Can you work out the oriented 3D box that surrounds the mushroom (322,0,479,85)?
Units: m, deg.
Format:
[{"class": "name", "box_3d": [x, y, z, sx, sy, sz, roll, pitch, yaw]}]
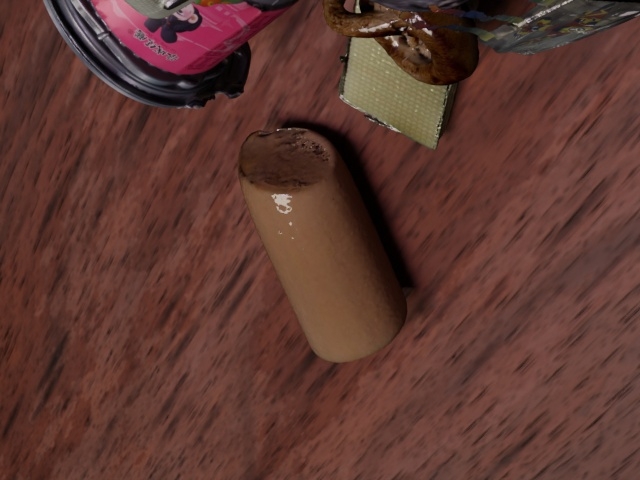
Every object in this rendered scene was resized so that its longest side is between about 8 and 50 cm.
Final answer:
[{"class": "mushroom", "box_3d": [0.075, -0.205, 1.705, 0.170, 0.080, 0.135, 25, 153, 27]}]

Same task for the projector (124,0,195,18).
[{"class": "projector", "box_3d": [-0.158, -0.334, 1.579, 0.243, 0.163, 0.177, 69, -167, 21]}]

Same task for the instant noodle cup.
[{"class": "instant noodle cup", "box_3d": [-0.119, -0.276, 1.770, 0.181, 0.258, 0.302, -26, 140, 38]}]

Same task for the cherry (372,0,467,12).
[{"class": "cherry", "box_3d": [0.075, -0.312, 1.535, 0.255, 0.218, 0.296, 35, 134, -28]}]

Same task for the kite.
[{"class": "kite", "box_3d": [0.172, -0.188, 1.602, 0.141, 0.245, 0.015, -23, 73, 40]}]

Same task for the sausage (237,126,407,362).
[{"class": "sausage", "box_3d": [0.000, 0.000, 2.029, 0.123, 0.123, 0.253, 5, 132, 41]}]

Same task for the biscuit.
[{"class": "biscuit", "box_3d": [0.083, -0.186, 1.825, 0.121, 0.040, 0.199, 28, 143, 13]}]
